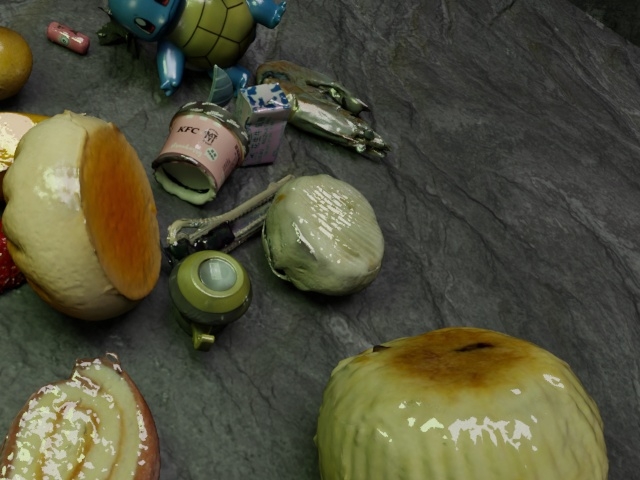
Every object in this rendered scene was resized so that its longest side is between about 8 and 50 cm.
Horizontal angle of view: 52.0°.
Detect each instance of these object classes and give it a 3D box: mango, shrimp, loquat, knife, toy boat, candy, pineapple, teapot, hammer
[{"bbox_3d":[-0.484,-0.135,1.017,0.252,0.154,0.126,-27,89,-42],"label":"mango"},{"bbox_3d":[0.017,-0.305,1.488,0.360,0.085,0.247,34,39,6],"label":"shrimp"},{"bbox_3d":[-0.567,-0.305,1.123,0.141,0.141,0.141,15,48,-17],"label":"loquat"},{"bbox_3d":[-0.135,-0.042,1.169,0.365,0.043,0.089,-33,117,-49],"label":"knife"},{"bbox_3d":[-0.203,-0.303,1.327,0.034,0.122,0.096,43,45,12],"label":"toy boat"},{"bbox_3d":[-0.124,-0.223,1.279,0.092,0.160,0.073,-14,58,-28],"label":"candy"},{"bbox_3d":[-0.374,-0.502,1.415,0.130,0.119,0.277,63,33,-35],"label":"pineapple"},{"bbox_3d":[-0.174,0.098,1.012,0.130,0.119,0.166,12,50,-16],"label":"teapot"},{"bbox_3d":[-0.503,-0.403,1.307,0.083,0.043,0.043,25,46,-9],"label":"hammer"}]

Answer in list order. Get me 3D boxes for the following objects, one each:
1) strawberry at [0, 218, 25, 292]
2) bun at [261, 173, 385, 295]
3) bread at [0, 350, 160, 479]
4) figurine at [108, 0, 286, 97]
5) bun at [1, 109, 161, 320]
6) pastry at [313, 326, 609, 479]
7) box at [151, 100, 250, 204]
[{"bbox_3d":[-0.488,0.016,0.951,0.187,0.082,0.146,-3,62,-36],"label":"strawberry"},{"bbox_3d":[0.000,0.000,1.174,0.239,0.141,0.239,19,47,-22],"label":"bun"},{"bbox_3d":[-0.289,0.268,0.808,0.190,0.123,0.244,17,48,-18],"label":"bread"},{"bbox_3d":[-0.220,-0.451,1.333,0.243,0.298,0.416,46,26,11],"label":"figurine"},{"bbox_3d":[-0.356,-0.031,0.941,0.164,0.299,0.299,-11,53,5],"label":"bun"},{"bbox_3d":[0.182,0.296,0.890,0.388,0.388,0.313,-15,101,-36],"label":"pastry"},{"bbox_3d":[-0.221,-0.150,1.182,0.151,0.151,0.135,27,55,-6],"label":"box"}]
